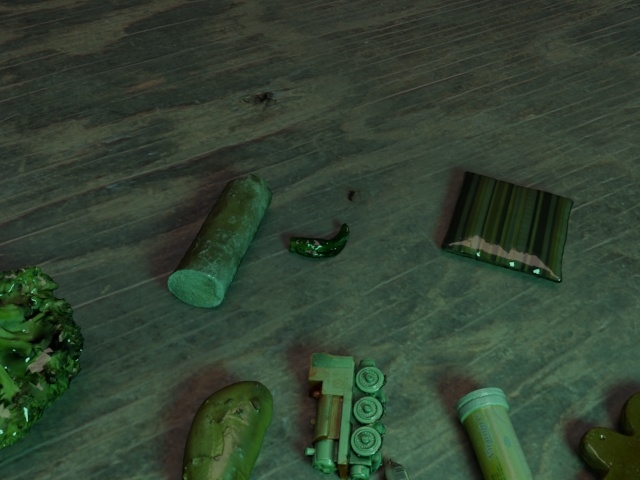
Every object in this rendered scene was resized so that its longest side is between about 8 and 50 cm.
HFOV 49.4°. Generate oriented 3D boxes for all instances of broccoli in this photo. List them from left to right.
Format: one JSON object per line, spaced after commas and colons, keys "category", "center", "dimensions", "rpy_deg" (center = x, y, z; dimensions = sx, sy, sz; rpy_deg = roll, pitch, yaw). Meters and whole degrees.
{"category": "broccoli", "center": [-0.417, 0.151, 0.923], "dimensions": [0.197, 0.227, 0.176], "rpy_deg": [14, 4, 9]}

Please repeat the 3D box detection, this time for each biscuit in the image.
{"category": "biscuit", "center": [0.439, 0.330, 0.935], "dimensions": [0.196, 0.049, 0.302], "rpy_deg": [25, 50, 11]}

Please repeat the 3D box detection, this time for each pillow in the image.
{"category": "pillow", "center": [0.343, -0.029, 1.258], "dimensions": [0.212, 0.052, 0.208], "rpy_deg": [16, 50, 12]}

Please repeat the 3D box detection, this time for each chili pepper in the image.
{"category": "chili pepper", "center": [0.004, 0.005, 1.203], "dimensions": [0.117, 0.035, 0.056], "rpy_deg": [-17, 68, -15]}

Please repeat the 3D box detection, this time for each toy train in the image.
{"category": "toy train", "center": [0.033, 0.244, 0.962], "dimensions": [0.118, 0.074, 0.176], "rpy_deg": [2, 51, 9]}

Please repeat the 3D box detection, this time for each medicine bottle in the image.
{"category": "medicine bottle", "center": [0.247, 0.308, 0.922], "dimensions": [0.073, 0.074, 0.218], "rpy_deg": [-5, 50, -11]}

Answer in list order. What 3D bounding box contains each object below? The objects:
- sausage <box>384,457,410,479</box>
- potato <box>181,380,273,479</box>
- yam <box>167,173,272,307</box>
{"category": "sausage", "center": [0.131, 0.390, 0.855], "dimensions": [0.032, 0.033, 0.269], "rpy_deg": [-10, 49, -15]}
{"category": "potato", "center": [-0.124, 0.269, 0.909], "dimensions": [0.105, 0.085, 0.188], "rpy_deg": [-4, 48, 20]}
{"category": "yam", "center": [-0.159, -0.008, 1.161], "dimensions": [0.093, 0.093, 0.259], "rpy_deg": [15, 47, 8]}
